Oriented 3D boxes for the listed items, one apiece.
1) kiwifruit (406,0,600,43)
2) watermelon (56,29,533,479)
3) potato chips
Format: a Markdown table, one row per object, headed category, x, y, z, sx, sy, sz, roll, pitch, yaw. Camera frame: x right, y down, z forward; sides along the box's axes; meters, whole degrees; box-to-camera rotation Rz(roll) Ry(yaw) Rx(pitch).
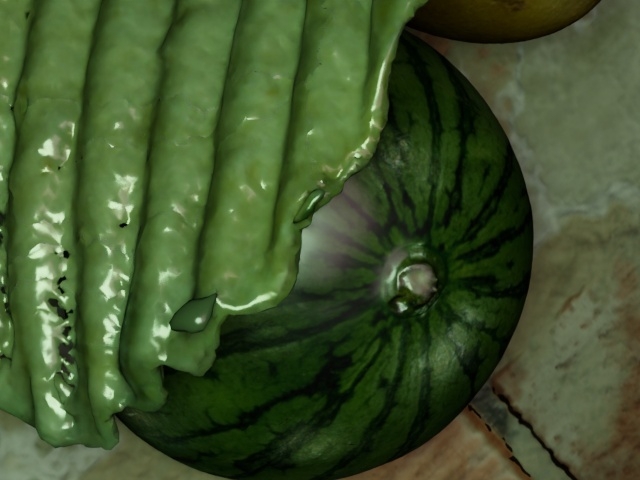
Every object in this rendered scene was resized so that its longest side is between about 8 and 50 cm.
| category | x | y | z | sx | sy | sz | roll | pitch | yaw |
| --- | --- | --- | --- | --- | --- | --- | --- | --- | --- |
| kiwifruit | 0.096 | -0.227 | 1.186 | 0.234 | 0.196 | 0.196 | 25 | 81 | -14 |
| watermelon | 0.000 | 0.000 | 1.161 | 0.331 | 0.189 | 0.330 | 3 | 84 | -23 |
| potato chips | -0.118 | -0.075 | 1.066 | 0.097 | 0.373 | 0.389 | 36 | 76 | -55 |
